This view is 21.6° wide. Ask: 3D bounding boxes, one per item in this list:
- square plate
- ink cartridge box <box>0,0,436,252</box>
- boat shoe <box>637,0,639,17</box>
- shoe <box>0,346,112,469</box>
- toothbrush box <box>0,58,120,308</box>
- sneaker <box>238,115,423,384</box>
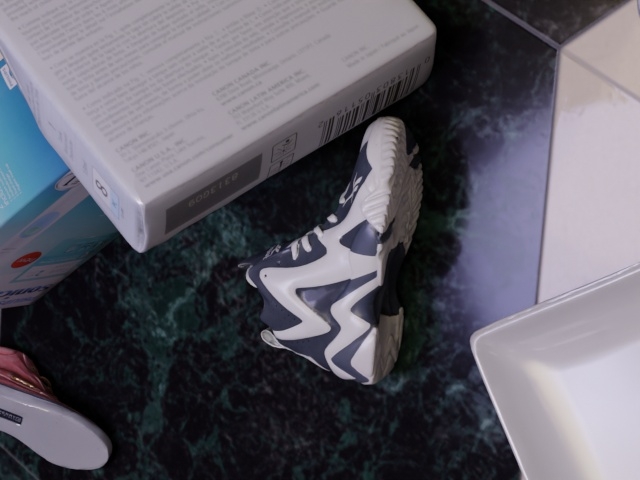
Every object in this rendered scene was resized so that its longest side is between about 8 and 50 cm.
[{"bbox_3d":[0.326,0.172,1.322,0.344,0.049,0.347,-26,80,29],"label":"square plate"},{"bbox_3d":[-0.137,-0.215,1.437,0.385,0.308,0.091,49,158,20],"label":"ink cartridge box"},{"bbox_3d":[0.374,-0.243,1.197,0.367,0.156,0.136,-24,81,30],"label":"boat shoe"},{"bbox_3d":[-0.284,0.162,1.682,0.178,0.081,0.063,23,121,-2],"label":"shoe"},{"bbox_3d":[-0.275,-0.052,1.569,0.295,0.216,0.126,-34,76,28],"label":"toothbrush box"},{"bbox_3d":[0.000,0.000,1.477,0.153,0.094,0.235,11,110,21],"label":"sneaker"}]
